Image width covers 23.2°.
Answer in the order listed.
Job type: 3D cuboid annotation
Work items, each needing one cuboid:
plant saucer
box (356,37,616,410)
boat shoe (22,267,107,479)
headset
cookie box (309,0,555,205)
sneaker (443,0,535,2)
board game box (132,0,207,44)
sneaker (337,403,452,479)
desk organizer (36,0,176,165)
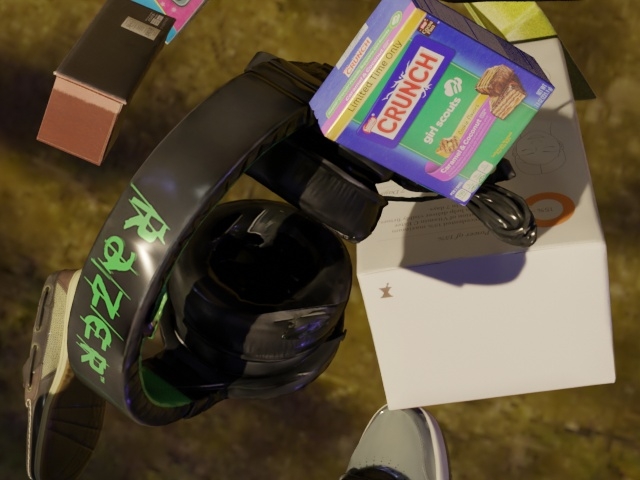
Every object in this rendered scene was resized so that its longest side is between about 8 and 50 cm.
[{"bbox_3d":[0.213,-0.244,1.757,0.188,0.045,0.188,45,-174,-49],"label":"plant saucer"},{"bbox_3d":[0.151,-0.024,1.497,0.214,0.345,0.168,-8,126,7],"label":"box"},{"bbox_3d":[-0.259,0.135,1.555,0.073,0.224,0.080,2,167,34],"label":"boat shoe"},{"bbox_3d":[0.000,0.000,1.037,0.185,0.394,0.243,33,119,18],"label":"headset"},{"bbox_3d":[0.063,-0.082,0.889,0.107,0.040,0.092,24,113,-30],"label":"cookie box"},{"bbox_3d":[0.112,-0.243,1.045,0.115,0.136,0.314,3,176,24],"label":"sneaker"},{"bbox_3d":[-0.139,-0.390,1.594,0.224,0.097,0.303,39,112,-8],"label":"board game box"},{"bbox_3d":[0.017,0.261,1.381,0.123,0.296,0.178,0,155,31],"label":"sneaker"},{"bbox_3d":[-0.135,-0.104,0.986,0.047,0.130,0.050,23,121,-3],"label":"desk organizer"}]
